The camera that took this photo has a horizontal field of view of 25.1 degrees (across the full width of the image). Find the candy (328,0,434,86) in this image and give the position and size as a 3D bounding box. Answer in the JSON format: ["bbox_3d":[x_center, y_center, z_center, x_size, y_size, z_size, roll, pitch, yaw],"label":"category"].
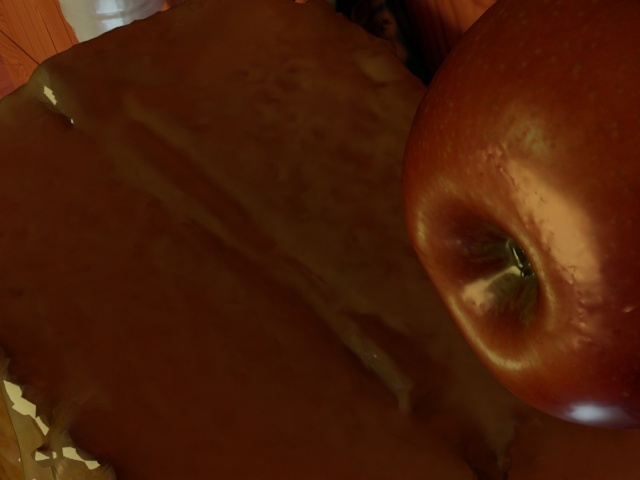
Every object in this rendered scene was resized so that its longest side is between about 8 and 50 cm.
[{"bbox_3d":[0.030,-0.106,0.788,0.088,0.038,0.136,117,134,-68],"label":"candy"}]

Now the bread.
[{"bbox_3d":[-0.031,0.119,0.771,0.371,0.279,0.390,41,149,30],"label":"bread"}]

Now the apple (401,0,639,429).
[{"bbox_3d":[0.105,-0.015,0.481,0.163,0.139,0.163,59,166,25],"label":"apple"}]

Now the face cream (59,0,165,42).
[{"bbox_3d":[-0.176,-0.266,1.089,0.102,0.102,0.345,54,162,30],"label":"face cream"}]
